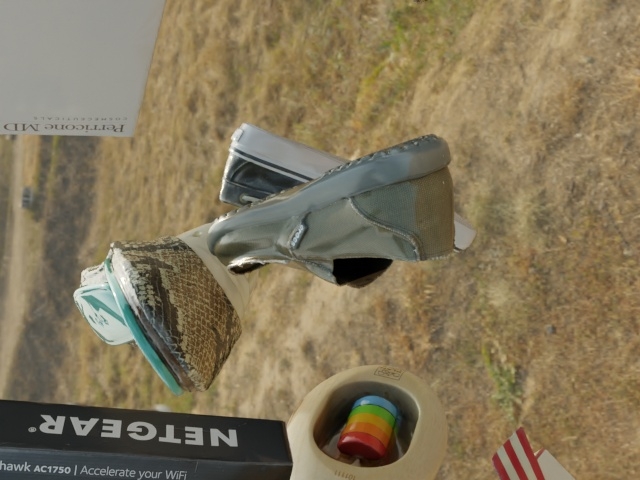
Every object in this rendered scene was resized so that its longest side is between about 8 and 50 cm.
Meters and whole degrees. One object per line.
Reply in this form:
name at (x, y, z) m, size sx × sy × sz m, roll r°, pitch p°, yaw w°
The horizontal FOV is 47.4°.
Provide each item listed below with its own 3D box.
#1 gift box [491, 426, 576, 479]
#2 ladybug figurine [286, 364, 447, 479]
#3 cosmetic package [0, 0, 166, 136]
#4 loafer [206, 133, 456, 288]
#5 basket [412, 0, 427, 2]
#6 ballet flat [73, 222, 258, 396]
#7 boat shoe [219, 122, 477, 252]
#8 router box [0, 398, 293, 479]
gift box at (0.196, 0.363, 0.700) m, size 0.255 × 0.276 × 0.258 m, roll 44°, pitch 131°, yaw 11°
ladybug figurine at (0.090, 0.405, 1.421) m, size 0.305 × 0.449 × 0.162 m, roll 10°, pitch 116°, yaw 19°
cosmetic package at (-0.219, -0.238, 0.555) m, size 0.365 × 0.197 × 0.155 m, roll 126°, pitch 136°, yaw -58°
loafer at (0.000, 0.000, 0.532) m, size 0.251 × 0.094 × 0.087 m, roll -18°, pitch 94°, yaw 54°
basket at (0.140, -0.290, 0.482) m, size 0.299 × 0.223 × 0.213 m, roll 7°, pitch 99°, yaw 34°
ballet flat at (-0.173, 0.053, 0.852) m, size 0.164 × 0.182 × 0.483 m, roll 60°, pitch 159°, yaw -11°
boat shoe at (0.032, -0.039, 0.935) m, size 0.121 × 0.335 × 0.119 m, roll -103°, pitch 36°, yaw -76°
router box at (-0.115, 0.164, 0.422) m, size 0.046 × 0.179 × 0.133 m, roll -117°, pitch 38°, yaw -65°
